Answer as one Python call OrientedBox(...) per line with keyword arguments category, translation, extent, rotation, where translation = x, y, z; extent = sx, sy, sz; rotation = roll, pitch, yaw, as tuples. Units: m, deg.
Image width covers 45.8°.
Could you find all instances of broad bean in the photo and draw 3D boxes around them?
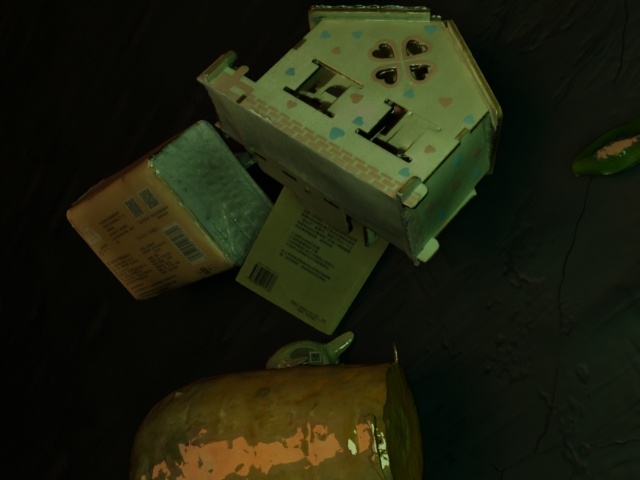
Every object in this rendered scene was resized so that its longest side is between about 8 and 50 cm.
OrientedBox(category="broad bean", translation=(0.331, -0.129, 0.714), extent=(0.227, 0.039, 0.069), rotation=(-50, 56, 31))

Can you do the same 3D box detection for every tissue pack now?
OrientedBox(category="tissue pack", translation=(-0.225, -0.061, 1.248), extent=(0.306, 0.239, 0.238), rotation=(-20, 69, 47))

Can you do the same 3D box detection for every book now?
OrientedBox(category="book", translation=(0.000, 0.000, 1.016), extent=(0.161, 0.026, 0.230), rotation=(32, 115, 2))

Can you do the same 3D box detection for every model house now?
OrientedBox(category="model house", translation=(0.060, -0.151, 0.889), extent=(0.326, 0.169, 0.244), rotation=(34, 72, 24))

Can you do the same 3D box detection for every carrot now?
OrientedBox(category="carrot", translation=(-0.051, 0.259, 0.901), extent=(0.341, 0.224, 0.224), rotation=(-13, 72, 18))

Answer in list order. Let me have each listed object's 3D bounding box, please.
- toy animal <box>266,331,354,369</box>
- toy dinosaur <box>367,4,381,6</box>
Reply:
OrientedBox(category="toy animal", translation=(-0.011, 0.177, 1.047), extent=(0.098, 0.137, 0.098), rotation=(51, 163, 22))
OrientedBox(category="toy dinosaur", translation=(0.019, -0.294, 1.114), extent=(0.162, 0.039, 0.126), rotation=(33, 99, 52))
